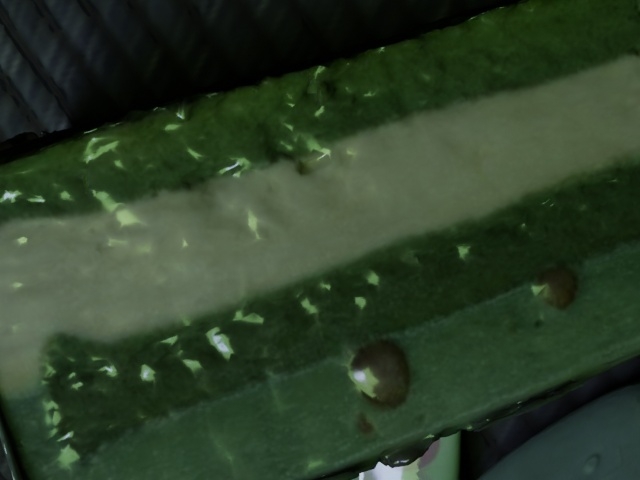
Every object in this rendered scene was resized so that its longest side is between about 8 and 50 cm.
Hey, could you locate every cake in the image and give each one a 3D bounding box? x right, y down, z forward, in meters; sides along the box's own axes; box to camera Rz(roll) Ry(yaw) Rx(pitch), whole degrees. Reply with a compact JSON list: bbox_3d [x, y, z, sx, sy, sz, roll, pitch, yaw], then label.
[{"bbox_3d":[0.005,-0.002,0.769,0.283,0.172,0.158,-19,96,-4],"label":"cake"}]

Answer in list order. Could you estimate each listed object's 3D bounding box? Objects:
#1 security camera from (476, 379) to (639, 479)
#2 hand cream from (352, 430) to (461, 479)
[{"bbox_3d":[0.164,0.088,0.712,0.080,0.157,0.301,32,124,-26],"label":"security camera"},{"bbox_3d":[0.009,0.185,0.867,0.147,0.093,0.306,-1,104,22],"label":"hand cream"}]
